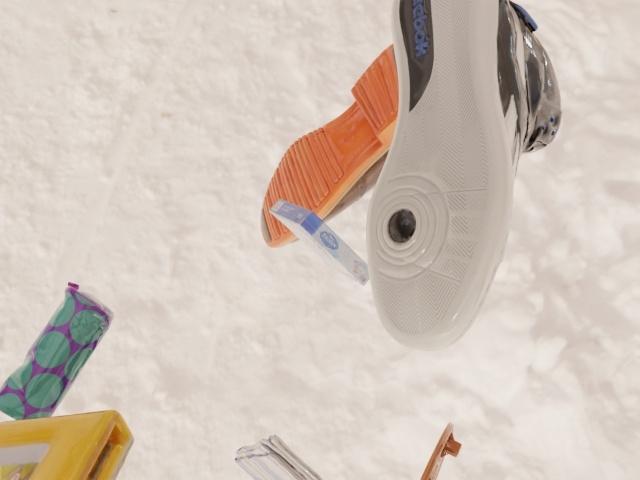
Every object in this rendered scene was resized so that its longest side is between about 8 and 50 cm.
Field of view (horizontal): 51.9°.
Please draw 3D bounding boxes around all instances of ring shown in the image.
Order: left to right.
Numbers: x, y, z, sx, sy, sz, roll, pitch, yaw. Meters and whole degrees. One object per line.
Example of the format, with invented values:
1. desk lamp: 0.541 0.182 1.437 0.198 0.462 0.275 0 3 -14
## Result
1. ring: 0.124 0.408 0.888 0.032 0.336 0.336 22 50 18

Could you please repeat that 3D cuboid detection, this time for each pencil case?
1. pencil case: -0.287 0.125 0.709 0.070 0.064 0.151 27 80 32

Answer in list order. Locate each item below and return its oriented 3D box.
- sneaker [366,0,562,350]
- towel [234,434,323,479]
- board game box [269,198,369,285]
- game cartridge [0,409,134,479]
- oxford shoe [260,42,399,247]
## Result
1. sneaker: 0.095 -0.043 0.371 0.121 0.079 0.217 16 77 -46
2. towel: -0.043 0.405 1.083 0.209 0.285 0.034 42 63 2
3. board game box: 0.000 0.000 0.636 0.020 0.090 0.090 -49 114 -7
4. game cartridge: -0.339 0.256 0.496 0.324 0.052 0.285 -9 31 16
5. oxford shoe: 0.055 -0.098 0.872 0.133 0.364 0.130 14 48 -41
